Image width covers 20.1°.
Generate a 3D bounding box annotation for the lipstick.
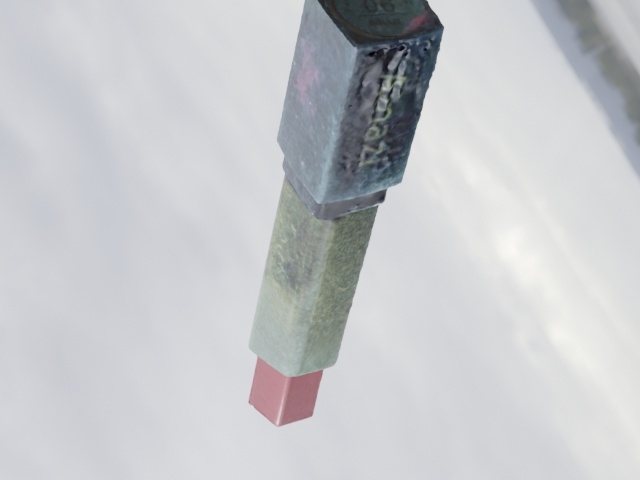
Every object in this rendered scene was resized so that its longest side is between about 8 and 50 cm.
[{"bbox_3d":[0.000,0.000,0.916,0.051,0.051,0.312,54,148,32],"label":"lipstick"}]
